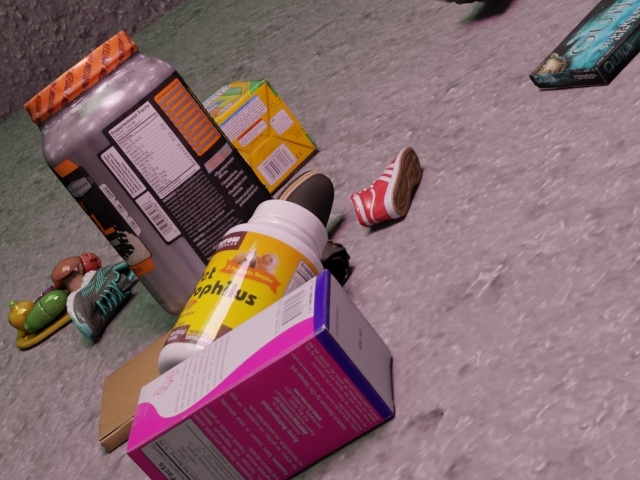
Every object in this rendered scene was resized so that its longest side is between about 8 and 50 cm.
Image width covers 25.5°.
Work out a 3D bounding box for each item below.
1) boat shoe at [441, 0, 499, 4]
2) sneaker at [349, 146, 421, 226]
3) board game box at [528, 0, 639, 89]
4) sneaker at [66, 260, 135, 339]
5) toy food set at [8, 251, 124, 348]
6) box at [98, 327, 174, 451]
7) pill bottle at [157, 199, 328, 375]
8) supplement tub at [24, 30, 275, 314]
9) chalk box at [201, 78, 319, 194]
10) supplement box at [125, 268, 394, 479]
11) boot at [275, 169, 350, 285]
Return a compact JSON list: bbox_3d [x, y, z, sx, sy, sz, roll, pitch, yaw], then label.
[{"bbox_3d":[0.293,-0.438,1.978,0.113,0.127,0.340,24,52,36],"label":"boat shoe"},{"bbox_3d":[0.073,-0.060,1.612,0.067,0.042,0.118,-22,27,32],"label":"sneaker"},{"bbox_3d":[0.330,-0.238,1.579,0.186,0.026,0.126,-45,21,-19],"label":"board game box"},{"bbox_3d":[-0.297,0.074,1.949,0.076,0.065,0.166,-28,23,17],"label":"sneaker"},{"bbox_3d":[-0.384,0.068,2.097,0.218,0.071,0.128,-35,20,9],"label":"toy food set"},{"bbox_3d":[-0.168,0.142,1.621,0.201,0.021,0.164,-36,19,8],"label":"box"},{"bbox_3d":[-0.070,0.065,1.429,0.117,0.117,0.215,-16,39,47],"label":"pill bottle"},{"bbox_3d":[-0.200,-0.083,1.708,0.193,0.316,0.193,-36,10,7],"label":"supplement tub"},{"bbox_3d":[-0.125,-0.138,2.006,0.132,0.132,0.213,-44,20,-17],"label":"chalk box"},{"bbox_3d":[-0.053,0.144,1.276,0.220,0.114,0.111,-31,21,16],"label":"supplement box"},{"bbox_3d":[0.000,0.000,1.585,0.137,0.077,0.198,-9,48,47],"label":"boot"}]
